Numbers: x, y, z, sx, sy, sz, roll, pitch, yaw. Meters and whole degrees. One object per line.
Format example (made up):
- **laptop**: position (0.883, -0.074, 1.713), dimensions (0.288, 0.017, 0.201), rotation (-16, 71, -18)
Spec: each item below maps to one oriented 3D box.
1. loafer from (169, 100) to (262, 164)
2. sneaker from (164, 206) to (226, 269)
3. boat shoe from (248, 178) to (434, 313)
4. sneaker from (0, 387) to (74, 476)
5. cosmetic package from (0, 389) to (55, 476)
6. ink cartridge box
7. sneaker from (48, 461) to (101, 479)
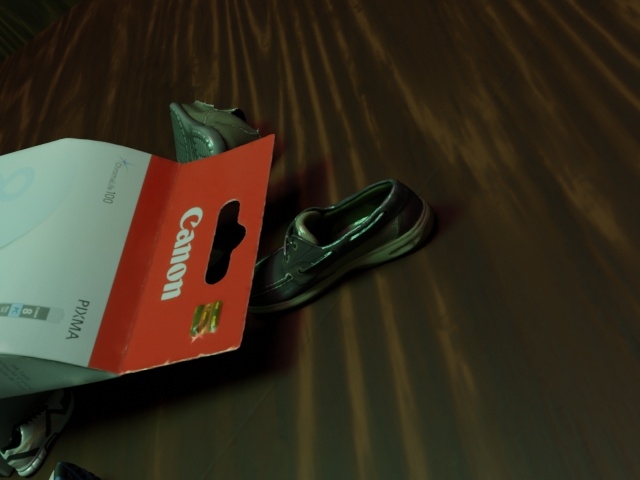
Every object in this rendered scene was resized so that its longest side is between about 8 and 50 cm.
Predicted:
- **loafer**: position (-0.142, -0.136, 1.144), dimensions (0.087, 0.094, 0.251), rotation (-13, 25, -20)
- **sneaker**: position (-0.230, 0.003, 1.043), dimensions (0.118, 0.107, 0.279), rotation (-54, 34, -9)
- **boat shoe**: position (0.000, 0.000, 0.830), dimensions (0.223, 0.073, 0.080), rotation (-25, 36, 24)
- **sneaker**: position (-0.316, 0.207, 0.946), dimensions (0.040, 0.044, 0.109), rotation (-13, 40, 39)
- **cosmetic package**: position (-0.382, 0.148, 1.008), dimensions (0.107, 0.127, 0.238), rotation (-7, 45, 39)
- **ink cartridge box**: position (-0.251, 0.006, 0.901), dimensions (0.385, 0.091, 0.308), rotation (-13, 45, 20)
- **sneaker**: position (-0.225, 0.276, 0.737), dimensions (0.081, 0.080, 0.211), rotation (-56, 14, 0)
